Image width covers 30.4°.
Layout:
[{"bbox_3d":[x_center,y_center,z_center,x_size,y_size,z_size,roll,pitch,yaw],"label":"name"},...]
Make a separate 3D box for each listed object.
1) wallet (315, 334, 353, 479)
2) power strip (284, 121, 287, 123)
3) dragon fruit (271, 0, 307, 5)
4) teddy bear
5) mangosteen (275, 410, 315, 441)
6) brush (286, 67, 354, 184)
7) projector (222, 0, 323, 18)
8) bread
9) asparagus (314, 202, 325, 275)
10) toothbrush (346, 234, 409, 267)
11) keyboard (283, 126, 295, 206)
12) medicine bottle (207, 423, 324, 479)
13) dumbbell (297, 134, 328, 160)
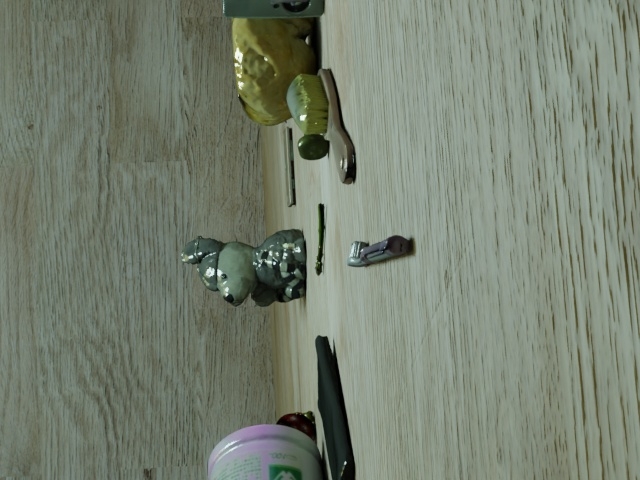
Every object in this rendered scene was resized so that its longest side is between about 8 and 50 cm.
[{"bbox_3d":[0.019,0.283,1.741,0.285,0.030,0.146,-102,13,-54],"label":"wallet"},{"bbox_3d":[-0.052,-0.351,2.126,0.109,0.037,0.279,-131,39,-81],"label":"power strip"},{"bbox_3d":[-0.089,-0.472,1.541,0.283,0.221,0.204,91,168,-55],"label":"dragon fruit"},{"bbox_3d":[-0.137,0.074,2.332,0.171,0.251,0.144,72,-171,-46],"label":"teddy bear"},{"bbox_3d":[-0.047,0.361,2.236,0.081,0.081,0.081,177,90,-85],"label":"mangosteen"},{"bbox_3d":[-0.002,-0.152,1.573,0.313,0.067,0.072,-106,15,-60],"label":"brush"},{"bbox_3d":[-0.073,-0.379,1.745,0.115,0.147,0.061,-100,9,-52],"label":"projector"},{"bbox_3d":[-0.072,-0.295,1.891,0.244,0.134,0.244,175,90,-86],"label":"bread"},{"bbox_3d":[0.000,0.000,1.878,0.016,0.013,0.166,34,144,28],"label":"asparagus"},{"bbox_3d":[0.055,0.009,1.230,0.354,0.024,0.029,146,129,-85],"label":"toothbrush"},{"bbox_3d":[-0.065,-0.155,2.498,0.055,0.017,0.166,145,123,-78],"label":"keyboard"},{"bbox_3d":[-0.086,0.497,1.998,0.325,0.212,0.212,-98,7,-49],"label":"medicine bottle"},{"bbox_3d":[-0.015,-0.177,1.779,0.052,0.046,0.118,85,179,-54],"label":"dumbbell"}]
